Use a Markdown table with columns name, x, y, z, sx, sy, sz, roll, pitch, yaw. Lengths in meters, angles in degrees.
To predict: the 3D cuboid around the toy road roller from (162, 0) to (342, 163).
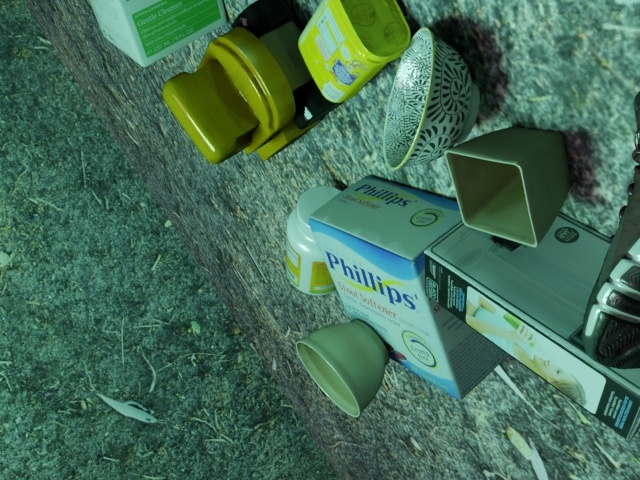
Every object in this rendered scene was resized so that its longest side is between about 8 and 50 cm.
| name | x | y | z | sx | sy | sz | roll | pitch | yaw |
| --- | --- | --- | --- | --- | --- | --- | --- | --- | --- |
| toy road roller | -0.137 | -0.229 | 1.046 | 0.202 | 0.241 | 0.329 | 56 | 159 | -6 |

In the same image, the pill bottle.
| name | x | y | z | sx | sy | sz | roll | pitch | yaw |
| --- | --- | --- | --- | --- | --- | --- | --- | --- | --- |
| pill bottle | 0.000 | 0.000 | 1.259 | 0.136 | 0.136 | 0.245 | 46 | 157 | 19 |

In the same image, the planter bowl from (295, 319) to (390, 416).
| name | x | y | z | sx | sy | sz | roll | pitch | yaw |
| --- | --- | --- | --- | --- | --- | --- | --- | --- | --- |
| planter bowl | 0.051 | 0.207 | 1.101 | 0.162 | 0.109 | 0.162 | 44 | 158 | 23 |

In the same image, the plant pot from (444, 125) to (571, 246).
| name | x | y | z | sx | sy | sz | roll | pitch | yaw |
| --- | --- | --- | --- | --- | --- | --- | --- | --- | --- |
| plant pot | 0.226 | -0.073 | 0.734 | 0.109 | 0.096 | 0.109 | 24 | 143 | 51 |

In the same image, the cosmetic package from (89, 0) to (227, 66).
| name | x | y | z | sx | sy | sz | roll | pitch | yaw |
| --- | --- | --- | --- | --- | --- | --- | --- | --- | --- |
| cosmetic package | -0.305 | -0.504 | 1.039 | 0.155 | 0.197 | 0.365 | 40 | 156 | 31 |

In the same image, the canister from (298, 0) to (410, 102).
| name | x | y | z | sx | sy | sz | roll | pitch | yaw |
| --- | --- | --- | --- | --- | --- | --- | --- | --- | --- |
| canister | 0.037 | -0.269 | 0.849 | 0.126 | 0.073 | 0.170 | 63 | 160 | -1 |

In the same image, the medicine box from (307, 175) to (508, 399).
| name | x | y | z | sx | sy | sz | roll | pitch | yaw |
| --- | --- | --- | --- | --- | --- | --- | --- | --- | --- |
| medicine box | 0.149 | 0.068 | 1.040 | 0.264 | 0.149 | 0.289 | 24 | 145 | 51 |

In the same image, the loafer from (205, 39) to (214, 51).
| name | x | y | z | sx | sy | sz | roll | pitch | yaw |
| --- | --- | --- | --- | --- | --- | --- | --- | --- | --- |
| loafer | -0.181 | -0.330 | 1.245 | 0.148 | 0.050 | 0.056 | 49 | 158 | 11 |

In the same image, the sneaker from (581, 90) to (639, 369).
| name | x | y | z | sx | sy | sz | roll | pitch | yaw |
| --- | --- | --- | --- | --- | --- | --- | --- | --- | --- |
| sneaker | 0.299 | -0.034 | 0.544 | 0.162 | 0.107 | 0.281 | -92 | 21 | -60 |

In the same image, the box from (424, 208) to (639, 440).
| name | x | y | z | sx | sy | sz | roll | pitch | yaw |
| --- | --- | --- | --- | --- | --- | --- | --- | --- | --- |
| box | 0.283 | 0.068 | 0.742 | 0.290 | 0.169 | 0.087 | 38 | 152 | 37 |

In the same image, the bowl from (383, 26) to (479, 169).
| name | x | y | z | sx | sy | sz | roll | pitch | yaw |
| --- | --- | --- | --- | --- | --- | --- | --- | --- | --- |
| bowl | 0.139 | -0.162 | 0.765 | 0.170 | 0.080 | 0.170 | -170 | 90 | -79 |
